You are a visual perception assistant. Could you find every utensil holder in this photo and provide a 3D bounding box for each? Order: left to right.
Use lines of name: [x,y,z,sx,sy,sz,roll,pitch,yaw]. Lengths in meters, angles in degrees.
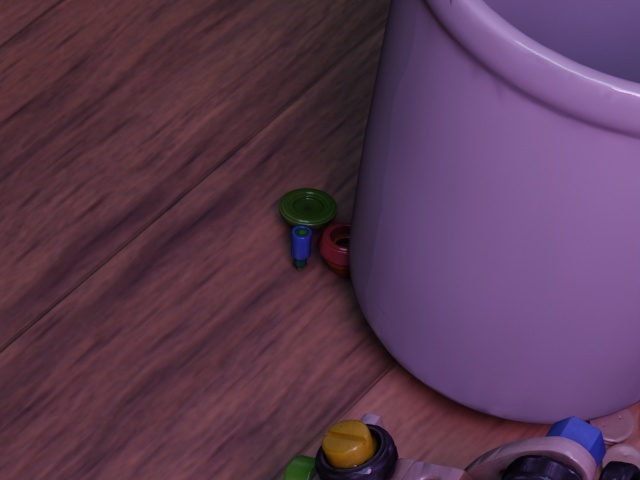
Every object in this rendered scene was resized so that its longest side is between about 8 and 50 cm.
utensil holder: [0.195,-0.090,1.088,0.327,0.385,0.327,4,52,-5]

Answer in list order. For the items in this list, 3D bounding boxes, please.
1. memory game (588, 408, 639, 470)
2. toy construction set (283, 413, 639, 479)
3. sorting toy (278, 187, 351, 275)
memory game: [0.308,0.148,1.185,0.186,0.012,0.186,0,59,1]
toy construction set: [0.076,0.261,1.031,0.237,0.257,0.309,8,64,29]
sorting toy: [0.000,0.000,1.271,0.061,0.042,0.102,-25,48,-30]
